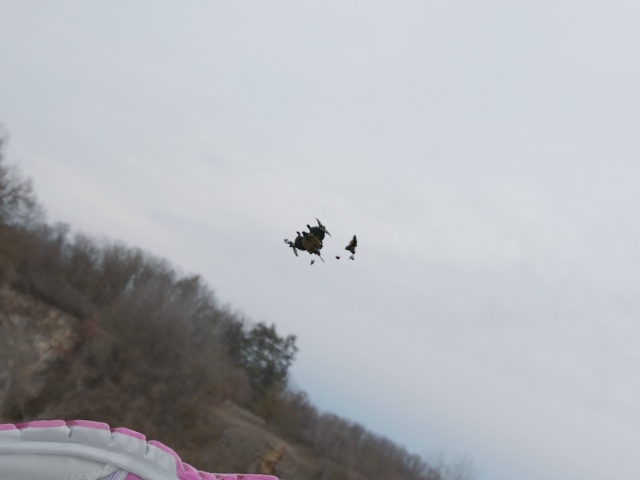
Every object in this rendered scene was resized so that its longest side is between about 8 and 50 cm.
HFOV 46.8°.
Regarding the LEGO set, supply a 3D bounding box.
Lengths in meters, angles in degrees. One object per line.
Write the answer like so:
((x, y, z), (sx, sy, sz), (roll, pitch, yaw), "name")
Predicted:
((0.001, 0.003, 0.836), (0.083, 0.054, 0.023), (23, 17, -9), "LEGO set")

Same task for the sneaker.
((-0.105, 0.168, 0.399), (0.252, 0.111, 0.103), (24, -27, -23), "sneaker")
